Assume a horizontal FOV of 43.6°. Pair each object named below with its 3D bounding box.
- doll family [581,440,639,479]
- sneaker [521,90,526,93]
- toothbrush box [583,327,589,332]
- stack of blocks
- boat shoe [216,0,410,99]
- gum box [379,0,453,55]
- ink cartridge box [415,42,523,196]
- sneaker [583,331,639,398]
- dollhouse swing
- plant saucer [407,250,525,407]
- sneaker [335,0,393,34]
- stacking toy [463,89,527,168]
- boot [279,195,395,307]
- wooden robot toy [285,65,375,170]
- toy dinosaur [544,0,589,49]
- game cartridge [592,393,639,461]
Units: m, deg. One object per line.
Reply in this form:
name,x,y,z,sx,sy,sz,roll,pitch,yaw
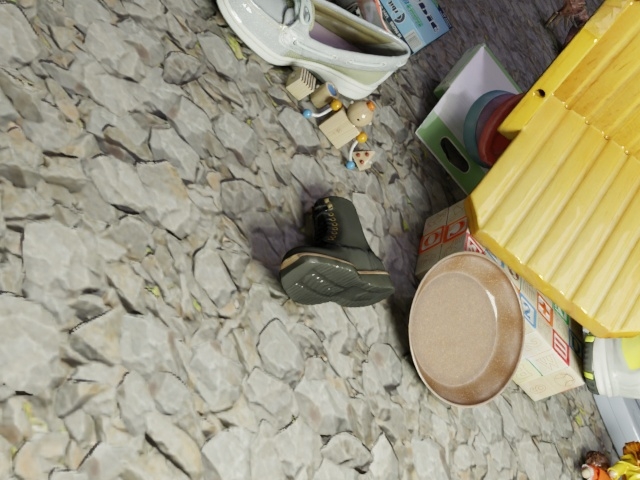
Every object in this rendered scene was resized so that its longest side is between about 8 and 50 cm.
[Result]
doll family,0.507,0.403,1.220,0.263,0.118,0.163,43,37,-24
sneaker,0.362,-0.247,1.549,0.296,0.123,0.109,13,93,-32
toothbrush box,0.578,0.096,1.484,0.283,0.122,0.206,23,38,-30
stack of blocks,0.273,0.075,1.187,0.297,0.087,0.171,45,36,-21
boat shoe,-0.009,-0.289,1.075,0.320,0.103,0.118,21,50,-44
gum box,0.164,-0.430,1.465,0.157,0.041,0.184,56,33,-6
ink cartridge box,0.261,-0.202,1.386,0.171,0.056,0.235,47,68,-19
sneaker,0.537,0.104,1.211,0.384,0.147,0.145,-49,131,-32
dollhouse swing,0.421,-0.102,1.064,0.347,0.315,0.305,40,44,4
plant saucer,0.182,0.113,1.029,0.199,0.036,0.198,3,85,-31
sneaker,0.066,-0.343,1.257,0.158,0.061,0.065,52,41,-11
stacking toy,0.329,-0.087,1.346,0.309,0.130,0.279,33,85,-29
boot,0.000,0.000,0.911,0.198,0.077,0.137,24,42,-60
wooden robot toy,0.037,-0.173,1.072,0.173,0.079,0.076,49,35,-18
toy dinosaur,0.712,-0.546,2.214,0.200,0.127,0.295,18,64,-36
game cartridge,0.568,0.328,1.419,0.196,0.060,0.294,-3,68,-57
